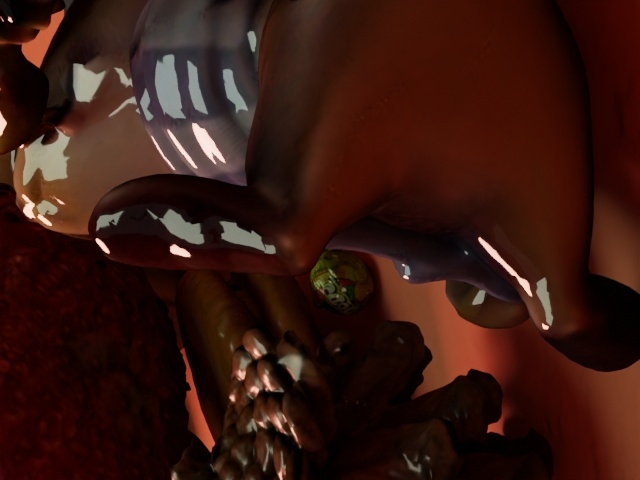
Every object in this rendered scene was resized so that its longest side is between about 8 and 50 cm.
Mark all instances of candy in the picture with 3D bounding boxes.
[{"bbox_3d":[0.000,0.000,1.085,0.123,0.035,0.035,-114,23,-52],"label":"candy"}]

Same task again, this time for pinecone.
[{"bbox_3d":[0.023,0.125,0.866,0.150,0.195,0.179,3,83,36],"label":"pinecone"}]

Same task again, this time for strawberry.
[{"bbox_3d":[-0.177,0.120,1.115,0.220,0.274,0.274,30,148,6],"label":"strawberry"}]

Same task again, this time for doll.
[{"bbox_3d":[-0.029,-0.063,0.810,0.318,0.209,0.340,49,168,-21],"label":"doll"}]

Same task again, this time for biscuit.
[{"bbox_3d":[-0.021,0.108,1.102,0.220,0.066,0.220,159,90,-79],"label":"biscuit"}]

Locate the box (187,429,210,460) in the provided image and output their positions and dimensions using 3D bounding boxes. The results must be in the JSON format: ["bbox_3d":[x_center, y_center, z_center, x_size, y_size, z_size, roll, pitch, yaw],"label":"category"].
[{"bbox_3d":[-0.043,0.288,1.198,0.404,0.108,0.263,52,166,52],"label":"box"}]

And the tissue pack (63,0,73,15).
[{"bbox_3d":[-0.107,-0.145,1.215,0.257,0.081,0.185,96,154,-45],"label":"tissue pack"}]

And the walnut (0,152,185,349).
[{"bbox_3d":[-0.223,0.041,1.393,0.252,0.277,0.313,48,159,-11],"label":"walnut"}]
